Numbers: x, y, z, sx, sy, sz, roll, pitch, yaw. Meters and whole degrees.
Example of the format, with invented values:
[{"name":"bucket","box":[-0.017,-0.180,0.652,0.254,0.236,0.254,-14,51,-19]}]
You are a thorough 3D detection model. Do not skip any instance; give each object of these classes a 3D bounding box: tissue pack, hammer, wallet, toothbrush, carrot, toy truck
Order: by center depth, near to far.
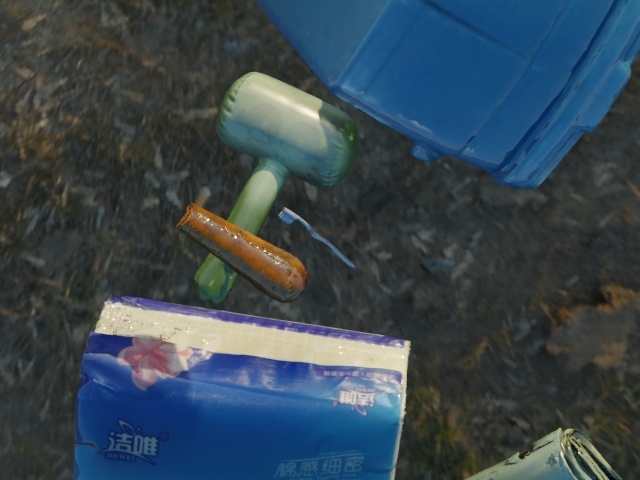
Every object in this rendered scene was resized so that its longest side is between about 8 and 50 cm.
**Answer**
[{"name":"toy truck","box":[0.029,-0.182,0.763,0.162,0.385,0.161,18,114,-35]},{"name":"tissue pack","box":[-0.069,0.173,1.119,0.269,0.137,0.209,10,114,2]},{"name":"wallet","box":[0.189,0.294,1.284,0.250,0.075,0.176,-34,105,32]},{"name":"carrot","box":[-0.088,0.014,1.493,0.161,0.055,0.055,32,101,-11]},{"name":"hammer","box":[-0.091,-0.064,1.865,0.206,0.119,0.335,24,74,7]},{"name":"toothbrush","box":[0.000,0.000,1.892,0.019,0.013,0.193,-49,136,5]}]
